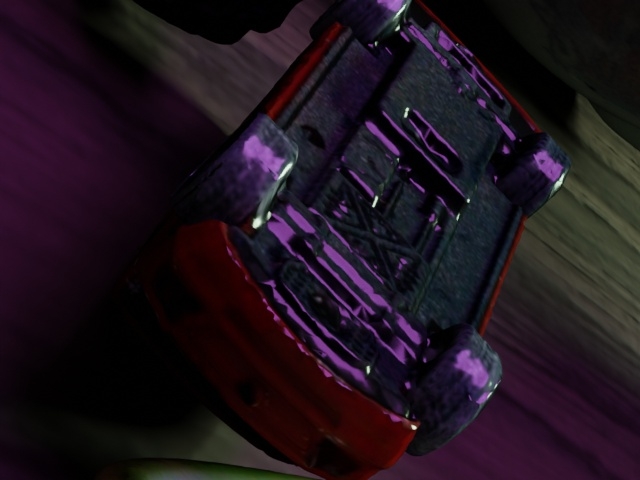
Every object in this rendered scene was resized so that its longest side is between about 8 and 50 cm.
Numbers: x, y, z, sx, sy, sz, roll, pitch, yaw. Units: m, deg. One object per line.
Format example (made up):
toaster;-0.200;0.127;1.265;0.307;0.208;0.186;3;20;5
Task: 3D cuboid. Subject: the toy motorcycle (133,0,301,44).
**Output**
toy motorcycle;0.006;-0.255;0.623;0.172;0.232;0.416;26;40;-31

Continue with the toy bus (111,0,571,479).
toy bus;0.000;0.000;0.502;0.081;0.089;0.195;46;27;-8

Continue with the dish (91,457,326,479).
dish;0.095;0.143;0.375;0.324;0.324;0.124;19;85;-53

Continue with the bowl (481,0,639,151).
bowl;0.216;-0.145;0.846;0.435;0.434;0.196;-87;-179;-49
